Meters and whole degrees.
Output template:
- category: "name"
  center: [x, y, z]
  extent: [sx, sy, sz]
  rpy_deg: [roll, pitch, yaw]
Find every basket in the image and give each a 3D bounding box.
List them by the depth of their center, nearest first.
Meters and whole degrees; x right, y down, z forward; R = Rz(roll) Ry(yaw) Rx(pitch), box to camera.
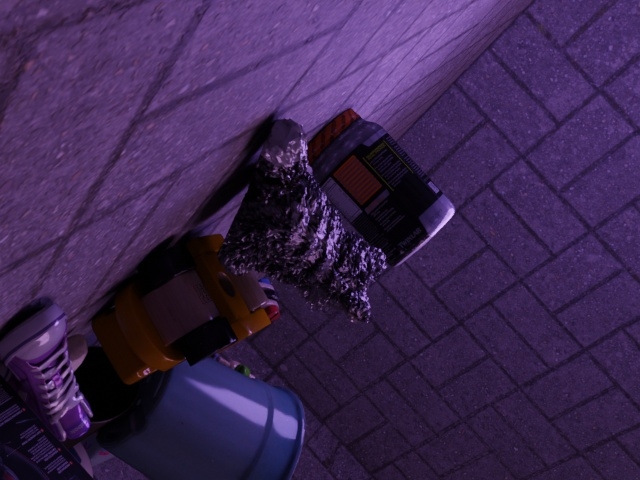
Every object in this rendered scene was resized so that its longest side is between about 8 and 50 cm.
- category: "basket"
  center: [-0.499, 0.330, 1.605]
  extent: [0.227, 0.154, 0.204]
  rpy_deg: [-39, 167, 33]

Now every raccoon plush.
- category: "raccoon plush"
  center: [0.000, 0.000, 1.388]
  extent: [0.216, 0.299, 0.446]
  rpy_deg: [-64, -177, -14]

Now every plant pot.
- category: "plant pot"
  center: [-0.267, 0.390, 1.715]
  extent: [0.341, 0.334, 0.341]
  rpy_deg: [-34, -146, 28]

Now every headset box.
- category: "headset box"
  center: [-0.421, 0.328, 1.018]
  extent: [0.110, 0.293, 0.218]
  rpy_deg: [-44, 178, 26]

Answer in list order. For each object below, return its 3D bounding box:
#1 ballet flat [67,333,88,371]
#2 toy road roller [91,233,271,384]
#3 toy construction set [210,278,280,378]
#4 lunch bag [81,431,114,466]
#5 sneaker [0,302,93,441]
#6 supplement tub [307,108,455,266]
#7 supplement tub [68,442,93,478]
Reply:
- category: "ballet flat"
  center: [-0.464, 0.223, 1.373]
  extent: [0.168, 0.057, 0.052]
  rpy_deg: [-43, 168, 0]
- category: "toy road roller"
  center: [-0.262, 0.133, 1.493]
  extent: [0.240, 0.203, 0.329]
  rpy_deg: [-31, 176, 17]
- category: "toy construction set"
  center: [-0.256, 0.189, 1.932]
  extent: [0.257, 0.309, 0.237]
  rpy_deg: [-12, 148, 25]
- category: "lunch bag"
  center: [-0.485, 0.433, 2.023]
  extent: [0.223, 0.160, 0.262]
  rpy_deg: [-40, 167, 22]
- category: "sneaker"
  center: [-0.368, 0.194, 1.136]
  extent: [0.102, 0.161, 0.282]
  rpy_deg: [-39, 175, -32]
- category: "supplement tub"
  center: [0.118, -0.116, 1.733]
  extent: [0.193, 0.316, 0.193]
  rpy_deg: [-42, 178, -2]
- category: "supplement tub"
  center: [-0.650, 0.531, 1.664]
  extent: [0.228, 0.228, 0.316]
  rpy_deg: [-44, 177, 37]
